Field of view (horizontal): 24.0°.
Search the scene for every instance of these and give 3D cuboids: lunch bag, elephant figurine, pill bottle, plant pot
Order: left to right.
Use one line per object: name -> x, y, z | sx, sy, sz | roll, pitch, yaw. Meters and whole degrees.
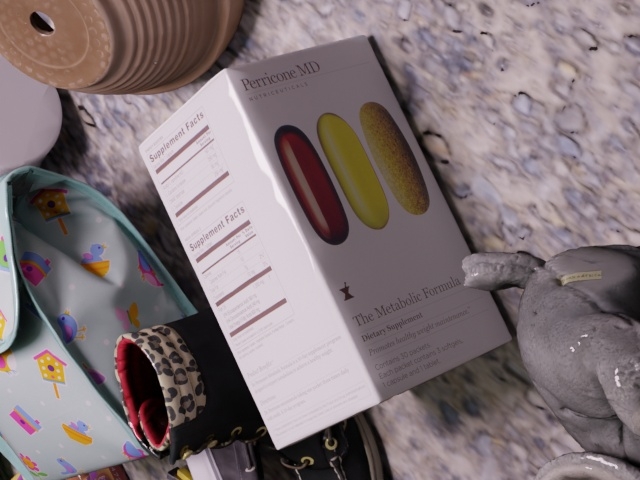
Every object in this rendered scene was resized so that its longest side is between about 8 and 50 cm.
pill bottle -> -0.363, -0.067, 1.421 | 0.283, 0.161, 0.161 | -38, 76, 48
lunch bag -> -0.241, 0.069, 1.298 | 0.223, 0.160, 0.262 | -21, 113, 48
plant pot -> -0.185, -0.194, 1.140 | 0.237, 0.109, 0.237 | 16, 135, 17
elephant figurine -> 0.205, 0.125, 0.892 | 0.186, 0.169, 0.239 | -119, 14, -56

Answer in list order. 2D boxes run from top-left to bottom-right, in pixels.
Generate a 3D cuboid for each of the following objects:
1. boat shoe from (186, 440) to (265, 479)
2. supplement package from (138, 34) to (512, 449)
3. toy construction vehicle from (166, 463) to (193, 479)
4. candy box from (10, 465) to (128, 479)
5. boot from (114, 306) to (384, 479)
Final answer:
boat shoe -> -0.041, 0.239, 1.222 | 0.228, 0.076, 0.080 | 57, 171, 47
supplement package -> 0.000, 0.000, 1.065 | 0.134, 0.139, 0.244 | -33, 80, 50
toy construction vehicle -> -0.118, 0.250, 1.374 | 0.098, 0.035, 0.086 | 40, 131, 30
candy box -> -0.256, 0.267, 1.521 | 0.187, 0.053, 0.109 | -42, 72, 46
boot -> -0.053, 0.149, 1.151 | 0.085, 0.179, 0.236 | -11, 97, 49
